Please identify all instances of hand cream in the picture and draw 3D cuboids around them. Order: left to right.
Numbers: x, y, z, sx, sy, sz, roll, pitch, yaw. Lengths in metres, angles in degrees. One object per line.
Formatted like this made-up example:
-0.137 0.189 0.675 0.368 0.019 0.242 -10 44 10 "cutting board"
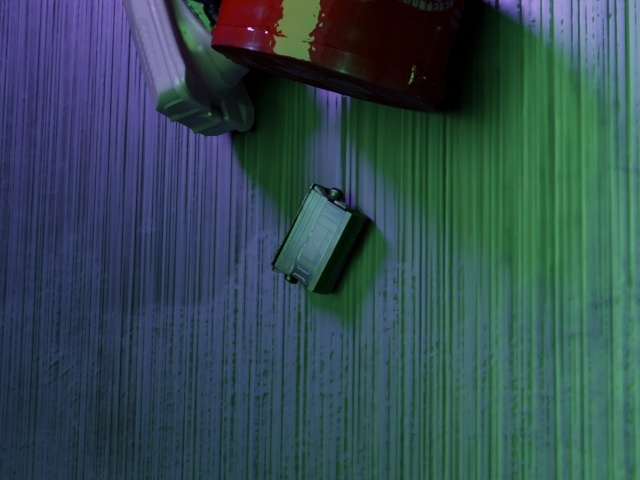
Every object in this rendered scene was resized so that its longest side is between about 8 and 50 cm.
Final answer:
0.017 -0.184 0.893 0.193 0.193 0.125 18 92 34 "hand cream"

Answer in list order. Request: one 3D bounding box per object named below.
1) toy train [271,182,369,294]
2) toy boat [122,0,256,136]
0.000 0.000 0.972 0.056 0.038 0.093 33 102 30 "toy train"
-0.112 -0.234 1.023 0.141 0.141 0.269 -12 75 33 "toy boat"
